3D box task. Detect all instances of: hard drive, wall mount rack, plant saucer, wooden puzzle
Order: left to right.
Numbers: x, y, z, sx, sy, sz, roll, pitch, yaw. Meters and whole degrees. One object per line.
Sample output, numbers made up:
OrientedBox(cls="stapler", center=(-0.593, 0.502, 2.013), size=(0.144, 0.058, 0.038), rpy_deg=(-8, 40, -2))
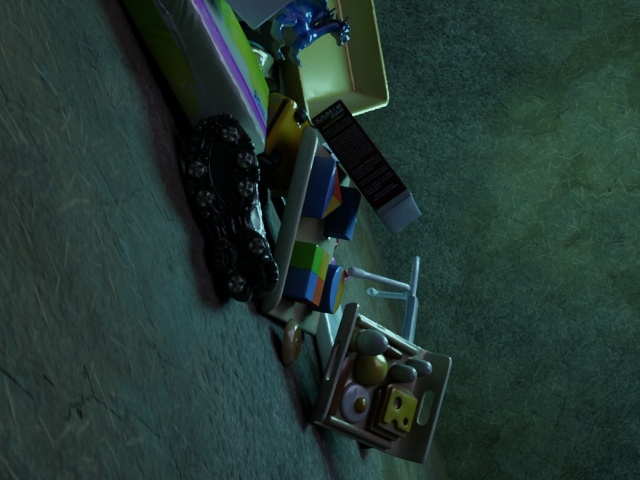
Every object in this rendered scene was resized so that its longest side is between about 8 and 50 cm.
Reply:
OrientedBox(cls="hard drive", center=(-0.076, -0.087, 1.910), size=(0.135, 0.022, 0.094), rpy_deg=(-94, 164, -58))
OrientedBox(cls="plant saucer", center=(-0.046, 0.174, 1.528), size=(0.083, 0.015, 0.083), rpy_deg=(4, 90, -76))
OrientedBox(cls="wooden puzzle", center=(0.000, 0.000, 1.621), size=(0.348, 0.081, 0.322), rpy_deg=(49, 52, -73))
OrientedBox(cls="plant saucer", center=(0.006, -0.409, 1.816), size=(0.333, 0.081, 0.332), rpy_deg=(-27, 110, -53))
OrientedBox(cls="hard drive", center=(0.031, 0.233, 1.911), size=(0.203, 0.040, 0.307), rpy_deg=(57, 18, -60))
OrientedBox(cls="wall mount rack", center=(0.118, 0.189, 1.802), size=(0.304, 0.131, 0.349), rpy_deg=(53, 45, -76))

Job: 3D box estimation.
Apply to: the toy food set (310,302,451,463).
OrientedBox(cls="toy food set", center=(0.123, 0.269, 1.663), size=(0.306, 0.092, 0.219), rpy_deg=(32, 68, -39))

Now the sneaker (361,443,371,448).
OrientedBox(cls="sneaker", center=(0.129, 0.396, 2.067), size=(0.235, 0.084, 0.097), rpy_deg=(-38, 110, -81))

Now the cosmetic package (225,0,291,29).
OrientedBox(cls="cosmetic package", center=(-0.202, -0.524, 1.309), size=(0.377, 0.097, 0.284), rpy_deg=(39, 22, -44))

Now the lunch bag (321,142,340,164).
OrientedBox(cls="lunch bag", center=(0.012, -0.235, 2.535), size=(0.053, 0.083, 0.071), rpy_deg=(62, 15, -53))

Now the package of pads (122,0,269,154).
OrientedBox(cls="package of pads", center=(-0.175, -0.288, 1.363), size=(0.229, 0.101, 0.296), rpy_deg=(-93, 159, -59))

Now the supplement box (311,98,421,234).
OrientedBox(cls="supplement box", center=(0.087, -0.137, 1.687), size=(0.239, 0.073, 0.130), rpy_deg=(55, 3, 21))

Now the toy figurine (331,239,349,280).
OrientedBox(cls="toy figurine", center=(0.021, 0.023, 2.013), size=(0.173, 0.130, 0.159), rpy_deg=(68, 17, -71))

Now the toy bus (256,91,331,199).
OrientedBox(cls="toy bus", center=(-0.074, -0.169, 1.663), size=(0.108, 0.130, 0.332), rpy_deg=(-60, 160, -7))

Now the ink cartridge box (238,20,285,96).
OrientedBox(cls="ink cartridge box", center=(-0.095, -0.419, 1.936), size=(0.171, 0.168, 0.232), rpy_deg=(-87, 158, -64))

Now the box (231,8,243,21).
OrientedBox(cls="box", center=(-0.183, -0.508, 1.630), size=(0.126, 0.149, 0.232), rpy_deg=(65, 13, -48))

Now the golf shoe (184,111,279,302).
OrientedBox(cls="golf shoe", center=(-0.134, -0.045, 1.304), size=(0.120, 0.105, 0.272), rpy_deg=(167, -87, -83))

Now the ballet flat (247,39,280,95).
OrientedBox(cls="ballet flat", center=(-0.138, -0.301, 1.668), size=(0.348, 0.123, 0.123), rpy_deg=(-36, 109, -81))

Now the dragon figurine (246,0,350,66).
OrientedBox(cls="dragon figurine", center=(-0.048, -0.402, 1.566), size=(0.085, 0.144, 0.289), rpy_deg=(28, -6, 33))
